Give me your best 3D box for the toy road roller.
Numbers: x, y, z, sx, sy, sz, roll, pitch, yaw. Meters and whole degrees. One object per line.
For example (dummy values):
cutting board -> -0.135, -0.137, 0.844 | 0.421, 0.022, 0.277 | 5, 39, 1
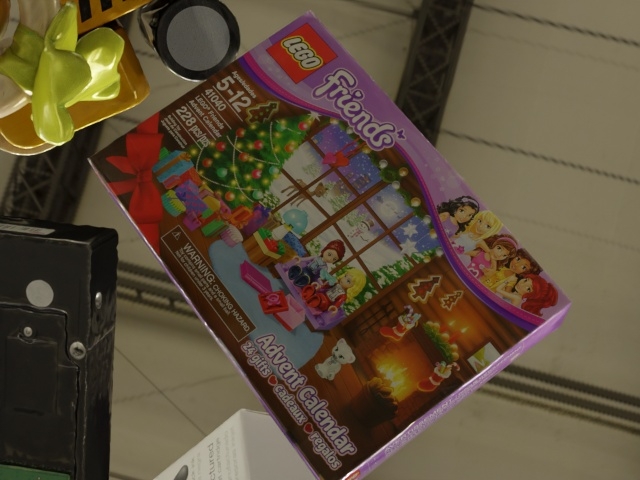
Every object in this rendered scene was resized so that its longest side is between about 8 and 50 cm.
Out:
toy road roller -> -0.266, -0.269, 1.151 | 0.329, 0.202, 0.241 | -27, -66, -6

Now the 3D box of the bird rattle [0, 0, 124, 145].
bird rattle -> -0.292, -0.153, 0.827 | 0.253, 0.143, 0.207 | -12, -85, 5

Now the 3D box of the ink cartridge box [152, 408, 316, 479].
ink cartridge box -> -0.096, 0.327, 0.942 | 0.129, 0.307, 0.223 | 17, -134, -35

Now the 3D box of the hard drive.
hard drive -> -0.259, 0.146, 0.680 | 0.236, 0.064, 0.339 | 6, -78, 7

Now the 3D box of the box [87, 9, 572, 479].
box -> 0.000, 0.000, 0.714 | 0.201, 0.057, 0.293 | -36, -110, -10
